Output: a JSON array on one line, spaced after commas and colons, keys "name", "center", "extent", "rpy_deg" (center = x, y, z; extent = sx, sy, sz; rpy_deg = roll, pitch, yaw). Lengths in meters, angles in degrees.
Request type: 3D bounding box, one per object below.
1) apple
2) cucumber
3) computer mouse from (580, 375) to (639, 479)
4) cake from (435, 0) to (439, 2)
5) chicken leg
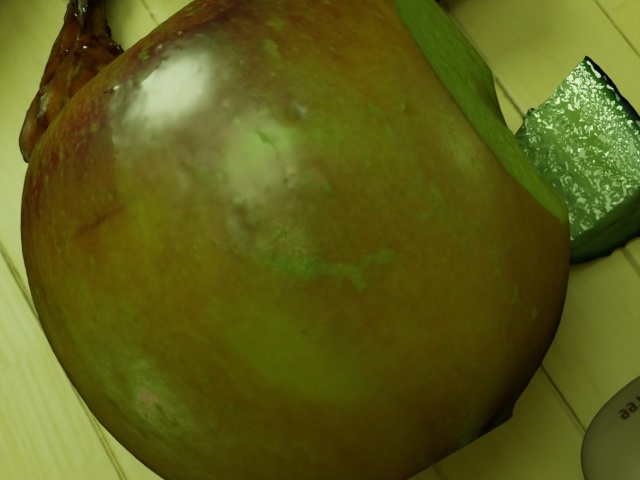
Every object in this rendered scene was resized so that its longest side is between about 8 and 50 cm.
[{"name": "apple", "center": [0.000, 0.000, 1.279], "extent": [0.374, 0.374, 0.384], "rpy_deg": [31, 39, 25]}, {"name": "cucumber", "center": [0.191, -0.052, 1.385], "extent": [0.116, 0.062, 0.115], "rpy_deg": [-41, 59, 12]}, {"name": "computer mouse", "center": [0.274, 0.178, 1.241], "extent": [0.145, 0.082, 0.236], "rpy_deg": [-35, 60, -5]}, {"name": "cake", "center": [0.000, -0.194, 1.472], "extent": [0.295, 0.113, 0.116], "rpy_deg": [-41, 63, 10]}, {"name": "chicken leg", "center": [-0.189, -0.149, 1.520], "extent": [0.113, 0.093, 0.304], "rpy_deg": [-19, 57, 17]}]
